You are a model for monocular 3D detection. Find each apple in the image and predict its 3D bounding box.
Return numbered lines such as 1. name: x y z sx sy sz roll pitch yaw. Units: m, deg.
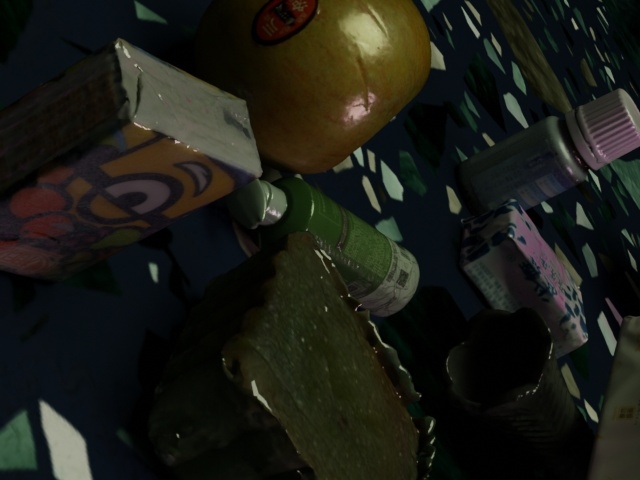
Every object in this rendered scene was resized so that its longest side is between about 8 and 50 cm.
1. apple: -0.009 -0.138 0.951 0.155 0.182 0.182 47 25 -1

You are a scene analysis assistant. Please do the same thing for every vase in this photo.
1. vase: 0.212 0.173 1.163 0.237 0.115 0.115 49 27 -34

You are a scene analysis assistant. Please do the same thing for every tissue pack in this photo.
1. tissue pack: -0.120 -0.036 0.650 0.108 0.148 0.060 22 48 -55
2. tissue pack: 0.329 0.207 1.136 0.185 0.124 0.225 57 41 -35

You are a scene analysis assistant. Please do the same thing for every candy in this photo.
1. candy: 0.214 0.043 1.329 0.160 0.073 0.092 52 25 -23

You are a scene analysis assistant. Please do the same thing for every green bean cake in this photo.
1. green bean cake: -0.017 0.109 0.771 0.181 0.094 0.173 54 26 -19

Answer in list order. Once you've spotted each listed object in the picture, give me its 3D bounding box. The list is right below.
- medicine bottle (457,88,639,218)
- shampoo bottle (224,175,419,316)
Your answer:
1. medicine bottle: 0.253 -0.092 1.384 0.083 0.203 0.083 43 32 -35
2. shampoo bottle: 0.000 0.000 0.957 0.204 0.065 0.065 32 38 -48
